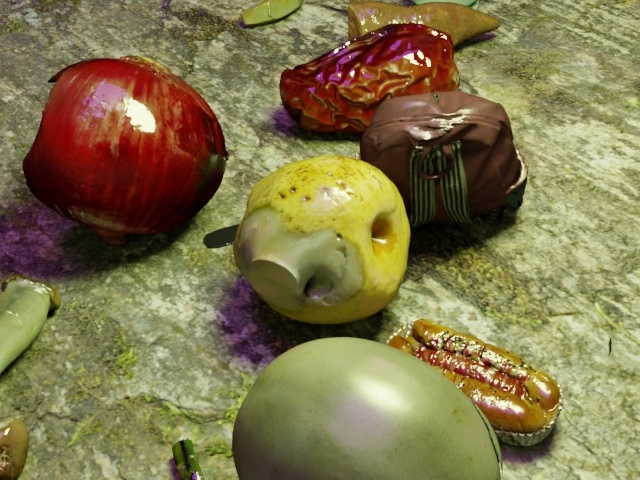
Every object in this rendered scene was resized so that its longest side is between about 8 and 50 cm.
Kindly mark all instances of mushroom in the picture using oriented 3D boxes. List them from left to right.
[{"bbox_3d":[-0.499,0.293,1.353,0.209,0.084,0.071,-9,-3,6],"label":"mushroom"},{"bbox_3d":[-0.490,0.148,1.486,0.100,0.081,0.312,11,29,9],"label":"mushroom"}]

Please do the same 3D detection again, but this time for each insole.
[{"bbox_3d":[-0.112,-0.023,1.738,0.188,0.004,0.064,-17,39,-13],"label":"insole"}]

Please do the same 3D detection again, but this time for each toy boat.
[{"bbox_3d":[-0.108,-0.549,2.349,0.172,0.065,0.066,-31,22,-28],"label":"toy boat"}]

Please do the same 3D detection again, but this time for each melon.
[{"bbox_3d":[0.057,0.258,1.158,0.330,0.268,0.268,29,49,20],"label":"melon"}]

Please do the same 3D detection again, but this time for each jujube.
[{"bbox_3d":[0.093,-0.298,1.915,0.342,0.216,0.216,-7,38,8],"label":"jujube"}]

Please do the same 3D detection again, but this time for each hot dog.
[{"bbox_3d":[0.203,0.194,1.371,0.268,0.075,0.144,24,45,29],"label":"hot dog"}]

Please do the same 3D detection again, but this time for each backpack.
[{"bbox_3d":[0.190,-0.125,1.595,0.283,0.317,0.197,-2,75,8],"label":"backpack"}]

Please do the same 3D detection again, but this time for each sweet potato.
[{"bbox_3d":[0.223,-0.445,2.131,0.337,0.131,0.131,0,38,-8],"label":"sweet potato"}]

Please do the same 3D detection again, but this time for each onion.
[{"bbox_3d":[-0.314,-0.154,1.682,0.341,0.341,0.341,-4,39,3],"label":"onion"}]

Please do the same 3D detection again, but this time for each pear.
[{"bbox_3d":[0.000,0.000,1.494,0.271,0.271,0.271,-4,39,3],"label":"pear"}]

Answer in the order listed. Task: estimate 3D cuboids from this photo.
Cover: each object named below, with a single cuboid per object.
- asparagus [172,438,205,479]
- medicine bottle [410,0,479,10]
[{"bbox_3d":[-0.156,0.322,1.295,0.036,0.030,0.165,-12,37,-24],"label":"asparagus"},{"bbox_3d":[0.270,-0.617,2.176,0.158,0.318,0.158,-4,37,3],"label":"medicine bottle"}]
